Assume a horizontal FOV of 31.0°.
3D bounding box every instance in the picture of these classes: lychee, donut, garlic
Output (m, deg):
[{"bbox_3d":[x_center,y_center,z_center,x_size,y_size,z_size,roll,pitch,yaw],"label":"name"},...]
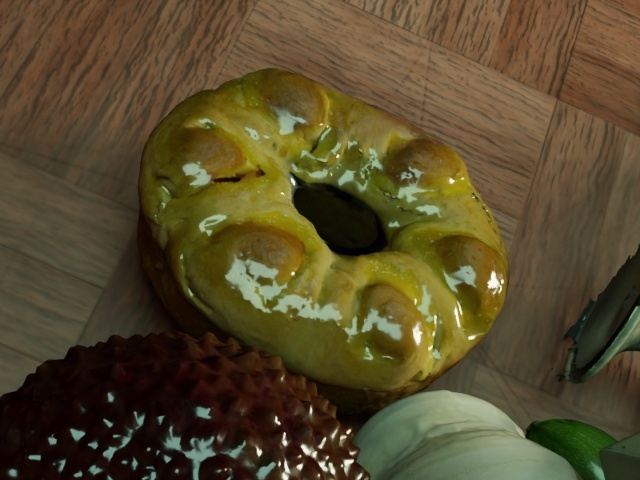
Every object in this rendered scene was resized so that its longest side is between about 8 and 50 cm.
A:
[{"bbox_3d":[-0.107,0.192,0.792,0.276,0.275,0.304,35,32,4],"label":"lychee"},{"bbox_3d":[0.000,0.000,0.979,0.299,0.150,0.317,-18,63,-28],"label":"donut"},{"bbox_3d":[0.128,0.245,0.873,0.203,0.184,0.281,-15,66,-15],"label":"garlic"}]

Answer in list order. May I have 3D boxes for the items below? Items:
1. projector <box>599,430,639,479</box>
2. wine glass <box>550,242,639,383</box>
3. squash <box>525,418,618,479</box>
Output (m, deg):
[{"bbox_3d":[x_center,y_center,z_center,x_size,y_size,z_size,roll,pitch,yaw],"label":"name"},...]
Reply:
[{"bbox_3d":[0.323,0.208,0.823,0.242,0.163,0.177,-17,96,-26],"label":"projector"},{"bbox_3d":[0.401,0.136,1.015,0.357,0.190,0.190,33,59,2],"label":"wine glass"},{"bbox_3d":[0.290,0.314,0.935,0.107,0.107,0.395,-19,69,-24],"label":"squash"}]
